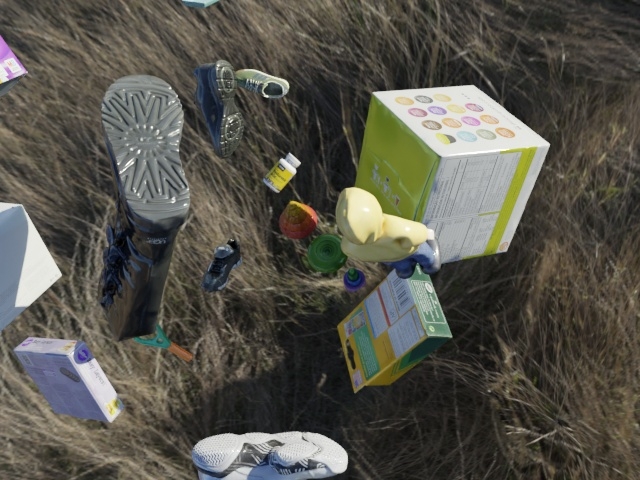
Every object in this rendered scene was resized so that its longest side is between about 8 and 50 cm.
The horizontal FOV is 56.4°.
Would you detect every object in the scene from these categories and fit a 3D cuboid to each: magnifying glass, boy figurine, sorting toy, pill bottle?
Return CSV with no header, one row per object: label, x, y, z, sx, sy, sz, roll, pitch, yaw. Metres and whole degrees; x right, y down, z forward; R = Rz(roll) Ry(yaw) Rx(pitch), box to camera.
magnifying glass,-0.511,0.328,1.929,0.092,0.231,0.026,-41,31,18
boy figurine,0.108,-0.005,1.086,0.177,0.285,0.092,-14,62,34
sorting toy,0.000,0.000,1.773,0.127,0.126,0.365,-39,67,-10
pill bottle,-0.116,-0.208,1.819,0.116,0.065,0.065,-49,63,7

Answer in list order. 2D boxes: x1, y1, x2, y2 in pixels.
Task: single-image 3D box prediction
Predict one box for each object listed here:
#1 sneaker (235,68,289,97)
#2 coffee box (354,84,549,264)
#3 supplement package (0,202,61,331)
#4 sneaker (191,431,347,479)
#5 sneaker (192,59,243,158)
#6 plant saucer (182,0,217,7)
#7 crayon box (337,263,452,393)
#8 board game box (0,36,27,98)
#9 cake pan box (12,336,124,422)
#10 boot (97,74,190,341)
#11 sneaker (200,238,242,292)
sneaker,-0.198,-0.515,1.973,0.192,0.086,0.064,10,121,-8
coffee box,0.319,-0.176,1.579,0.334,0.338,0.338,-9,41,-23
supplement package,-0.726,0.052,1.309,0.149,0.203,0.194,5,39,24
sneaker,-0.114,0.566,1.381,0.365,0.137,0.210,-3,95,10
sneaker,-0.310,-0.388,1.775,0.130,0.109,0.287,9,111,30
plant saucer,-0.300,-0.661,1.618,0.067,0.018,0.192,12,35,14
crayon box,0.174,0.226,1.501,0.323,0.083,0.203,-50,44,42
board game box,-0.588,-0.308,0.847,0.144,0.142,0.275,-19,111,37
cake pan box,-0.703,0.386,1.658,0.266,0.246,0.070,-4,28,32
boot,-0.374,-0.052,1.214,0.146,0.445,0.367,1,55,-21
sneaker,-0.303,0.067,1.818,0.078,0.234,0.106,12,120,11
